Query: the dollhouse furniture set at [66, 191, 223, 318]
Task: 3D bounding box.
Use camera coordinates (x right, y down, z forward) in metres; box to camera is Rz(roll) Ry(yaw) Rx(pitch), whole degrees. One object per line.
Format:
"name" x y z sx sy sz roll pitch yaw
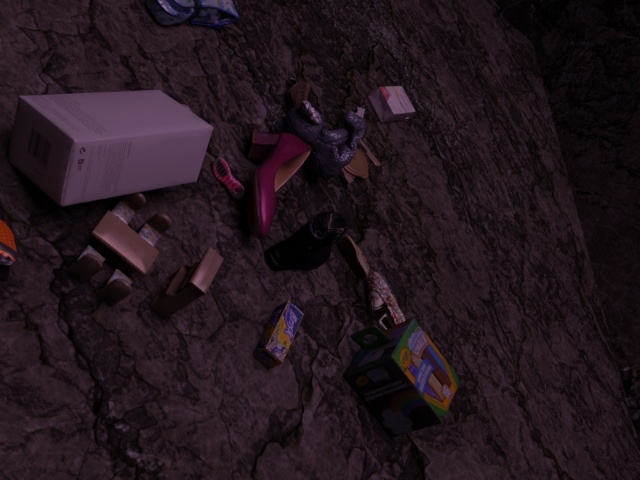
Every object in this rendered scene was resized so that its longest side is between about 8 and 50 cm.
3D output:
"dollhouse furniture set" -0.353 0.030 1.485 0.242 0.161 0.212 43 40 -20

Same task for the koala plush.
"koala plush" -0.016 -0.310 2.076 0.221 0.196 0.203 37 52 -31

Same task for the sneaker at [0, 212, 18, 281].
"sneaker" -0.623 0.044 1.206 0.180 0.124 0.321 36 43 -26

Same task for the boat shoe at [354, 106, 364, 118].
"boat shoe" 0.126 -0.420 2.433 0.035 0.035 0.100 18 51 -5

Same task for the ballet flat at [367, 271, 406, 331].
"ballet flat" 0.187 0.204 2.040 0.077 0.091 0.241 -24 80 -30

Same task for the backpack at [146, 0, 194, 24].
"backpack" -0.409 -0.647 1.943 0.105 0.084 0.114 55 40 -2

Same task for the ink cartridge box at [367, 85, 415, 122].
"ink cartridge box" 0.271 -0.502 2.616 0.198 0.067 0.115 -19 80 -52

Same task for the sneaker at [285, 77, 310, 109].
"sneaker" -0.079 -0.431 2.197 0.071 0.066 0.188 22 43 -16

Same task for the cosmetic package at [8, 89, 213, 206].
"cosmetic package" -0.432 -0.208 1.508 0.197 0.155 0.365 36 29 26

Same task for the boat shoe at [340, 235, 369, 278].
"boat shoe" 0.101 0.045 2.077 0.045 0.050 0.135 -36 103 -56

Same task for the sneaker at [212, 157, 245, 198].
"sneaker" -0.235 -0.164 1.853 0.119 0.047 0.057 57 18 -6

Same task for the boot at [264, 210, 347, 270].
"boot" 0.000 0.000 1.861 0.246 0.207 0.094 -8 72 -51

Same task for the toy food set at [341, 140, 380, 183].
"toy food set" 0.101 -0.250 2.289 0.132 0.038 0.192 53 43 4

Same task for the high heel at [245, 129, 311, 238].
"high heel" -0.099 -0.151 1.883 0.181 0.127 0.377 9 52 -15

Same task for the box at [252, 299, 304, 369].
"box" -0.100 0.225 1.724 0.059 0.054 0.169 45 39 -17

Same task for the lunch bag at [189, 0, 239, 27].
"lunch bag" -0.317 -0.694 2.068 0.151 0.096 0.129 -9 72 -40

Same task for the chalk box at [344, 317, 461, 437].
"chalk box" 0.199 0.337 1.879 0.289 0.180 0.179 54 38 -8
